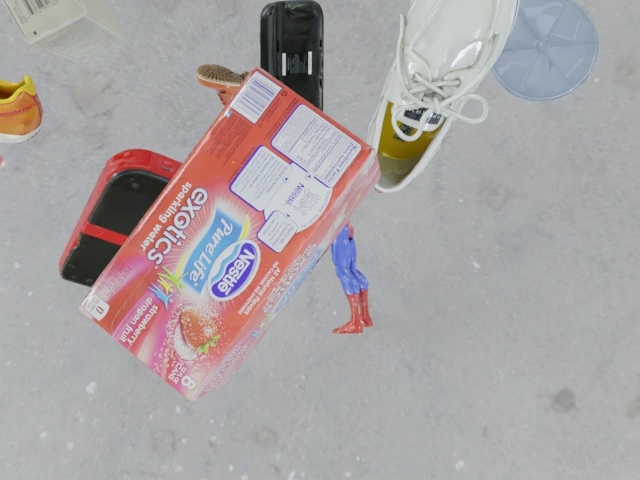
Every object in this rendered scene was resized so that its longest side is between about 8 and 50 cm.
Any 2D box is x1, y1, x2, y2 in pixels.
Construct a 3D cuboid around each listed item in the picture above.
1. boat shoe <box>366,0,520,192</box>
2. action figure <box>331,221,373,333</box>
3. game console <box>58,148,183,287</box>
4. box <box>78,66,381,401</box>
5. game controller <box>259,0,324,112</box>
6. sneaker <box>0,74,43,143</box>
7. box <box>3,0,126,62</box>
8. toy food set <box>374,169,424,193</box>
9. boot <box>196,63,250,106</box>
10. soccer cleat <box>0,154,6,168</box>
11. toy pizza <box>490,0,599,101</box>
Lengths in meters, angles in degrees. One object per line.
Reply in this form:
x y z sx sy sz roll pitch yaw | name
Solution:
0.133 -0.185 0.830 0.135 0.367 0.157 19 53 -8 | boat shoe
0.000 0.000 1.031 0.139 0.091 0.281 -3 92 19 | action figure
-0.266 0.011 1.279 0.386 0.060 0.342 21 129 -25 | game console
-0.071 -0.002 0.592 0.128 0.122 0.257 36 90 10 | box
-0.073 -0.441 1.668 0.166 0.067 0.319 1 96 10 | game controller
-0.332 -0.129 0.573 0.175 0.064 0.067 1 130 -12 | sneaker
-0.562 -0.499 1.483 0.148 0.311 0.121 -28 98 1 | box
0.141 -0.168 1.485 0.232 0.104 0.111 -14 83 1 | toy food set
-0.184 -0.293 1.305 0.157 0.059 0.085 5 134 -43 | boot
-0.442 -0.057 0.740 0.083 0.248 0.095 -37 116 22 | soccer cleat
0.410 -0.356 1.233 0.201 0.032 0.201 0 91 9 | toy pizza
